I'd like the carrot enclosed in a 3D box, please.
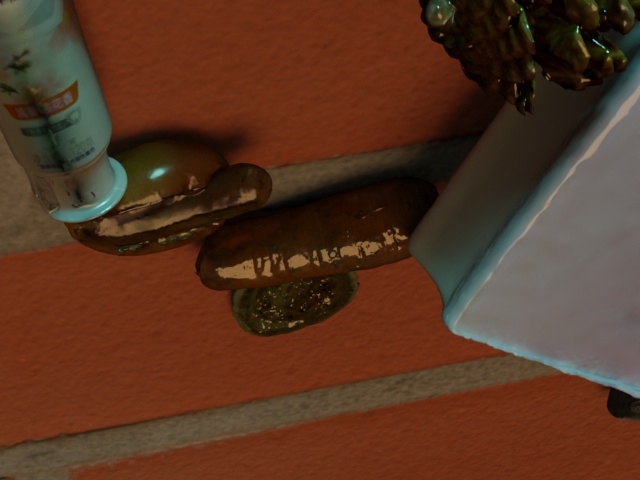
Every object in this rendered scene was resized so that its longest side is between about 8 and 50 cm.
[{"bbox_3d":[0.000,0.000,1.246,0.186,0.060,0.060,-15,142,-2],"label":"carrot"}]

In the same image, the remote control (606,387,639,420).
[{"bbox_3d":[0.306,0.023,1.400,0.107,0.044,0.377,-7,141,-7],"label":"remote control"}]

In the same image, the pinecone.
[{"bbox_3d":[0.133,-0.163,1.016,0.173,0.173,0.173,-10,142,-8],"label":"pinecone"}]

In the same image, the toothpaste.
[{"bbox_3d":[-0.182,-0.139,1.010,0.100,0.066,0.323,-16,137,-1],"label":"toothpaste"}]

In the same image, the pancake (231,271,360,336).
[{"bbox_3d":[-0.021,0.038,1.319,0.108,0.017,0.108,-14,143,-10],"label":"pancake"}]

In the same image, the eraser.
[{"bbox_3d":[0.267,-0.065,1.165,0.272,0.122,0.359,18,121,-27],"label":"eraser"}]

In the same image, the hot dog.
[{"bbox_3d":[-0.104,-0.026,1.175,0.140,0.060,0.090,-14,147,-9],"label":"hot dog"}]
